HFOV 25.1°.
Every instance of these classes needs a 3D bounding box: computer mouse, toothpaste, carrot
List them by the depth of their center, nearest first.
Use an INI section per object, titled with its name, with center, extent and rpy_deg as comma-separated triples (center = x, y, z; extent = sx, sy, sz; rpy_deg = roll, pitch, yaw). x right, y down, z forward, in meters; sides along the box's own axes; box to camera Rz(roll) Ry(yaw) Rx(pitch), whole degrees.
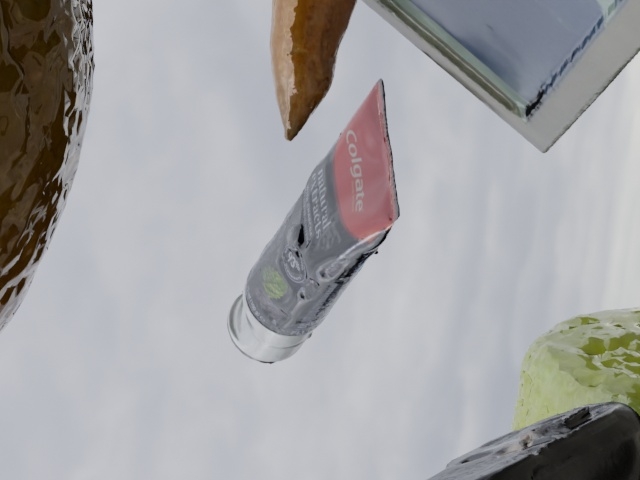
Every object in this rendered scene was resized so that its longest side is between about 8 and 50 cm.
[toothpaste]
center = 0.000, 0.000, 0.697
extent = 0.193, 0.045, 0.071
rpy_deg = 125, 145, -58
[carrot]
center = 0.001, -0.165, 0.939
extent = 0.072, 0.072, 0.205
rpy_deg = -1, -79, -72
[computer mouse]
center = 0.135, 0.179, 0.958
extent = 0.233, 0.137, 0.096
rpy_deg = -20, -99, -48

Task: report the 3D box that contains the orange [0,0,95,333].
[orange]
center = -0.233, -0.073, 0.502
extent = 0.357, 0.322, 0.322
rpy_deg = -51, 10, 47

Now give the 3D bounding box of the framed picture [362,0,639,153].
[framed picture]
center = 0.025, -0.120, 0.394
extent = 0.023, 0.189, 0.260
rpy_deg = -49, -3, -11

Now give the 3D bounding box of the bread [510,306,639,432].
[bread]
center = 0.306, 0.221, 1.215
extent = 0.348, 0.348, 0.308
rpy_deg = -42, -46, -63
